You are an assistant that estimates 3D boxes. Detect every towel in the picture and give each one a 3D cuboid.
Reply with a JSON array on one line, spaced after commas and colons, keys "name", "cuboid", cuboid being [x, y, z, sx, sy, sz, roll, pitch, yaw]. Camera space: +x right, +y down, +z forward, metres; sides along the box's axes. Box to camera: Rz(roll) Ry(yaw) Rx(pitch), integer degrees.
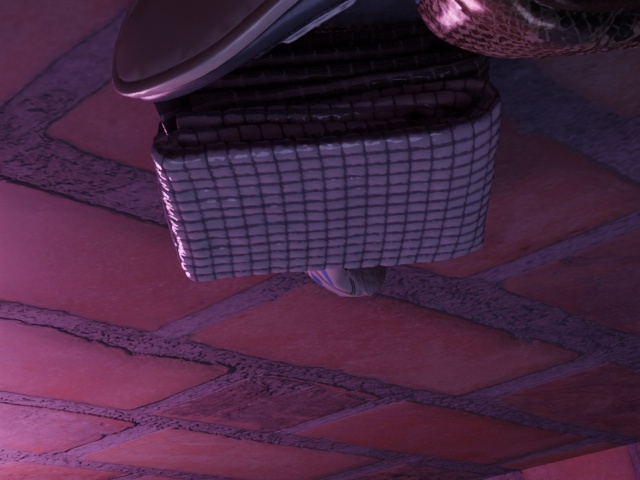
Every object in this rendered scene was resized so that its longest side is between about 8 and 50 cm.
[{"name": "towel", "cuboid": [0.004, -0.069, 0.937, 0.284, 0.121, 0.235, -6, 152, 0]}]

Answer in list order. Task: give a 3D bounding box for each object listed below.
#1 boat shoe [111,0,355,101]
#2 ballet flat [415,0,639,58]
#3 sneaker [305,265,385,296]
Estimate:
[{"name": "boat shoe", "cuboid": [-0.012, -0.170, 0.724, 0.319, 0.116, 0.099, -28, 146, 33]}, {"name": "ballet flat", "cuboid": [0.276, -0.193, 0.663, 0.483, 0.164, 0.182, -11, 178, -16]}, {"name": "sneaker", "cuboid": [0.000, 0.000, 1.162, 0.086, 0.085, 0.237, -1, 155, 21]}]
